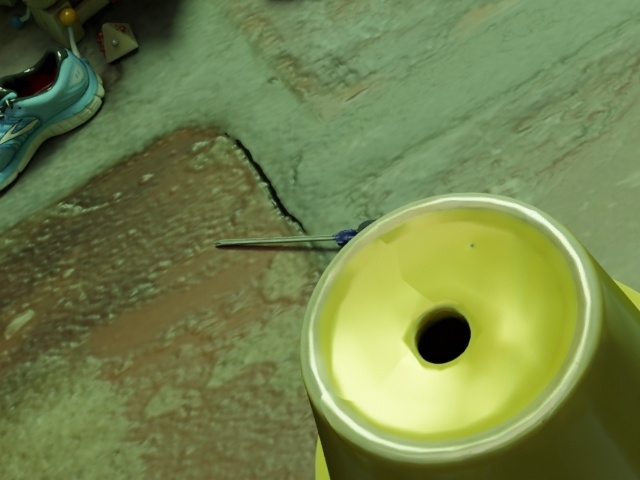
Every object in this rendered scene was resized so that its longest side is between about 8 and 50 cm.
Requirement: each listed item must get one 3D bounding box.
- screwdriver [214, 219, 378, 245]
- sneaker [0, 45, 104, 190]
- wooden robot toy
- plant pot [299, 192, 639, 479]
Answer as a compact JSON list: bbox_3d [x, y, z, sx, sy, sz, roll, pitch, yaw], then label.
[{"bbox_3d":[0.000,0.000,1.183,0.170,0.025,0.024,-6,58,28],"label":"screwdriver"},{"bbox_3d":[-0.254,-0.099,1.303,0.162,0.073,0.063,-42,55,-7],"label":"sneaker"},{"bbox_3d":[-0.224,-0.211,1.359,0.173,0.079,0.076,34,76,33],"label":"wooden robot toy"},{"bbox_3d":[0.099,0.101,0.941,0.254,0.239,0.254,-10,57,16],"label":"plant pot"}]
